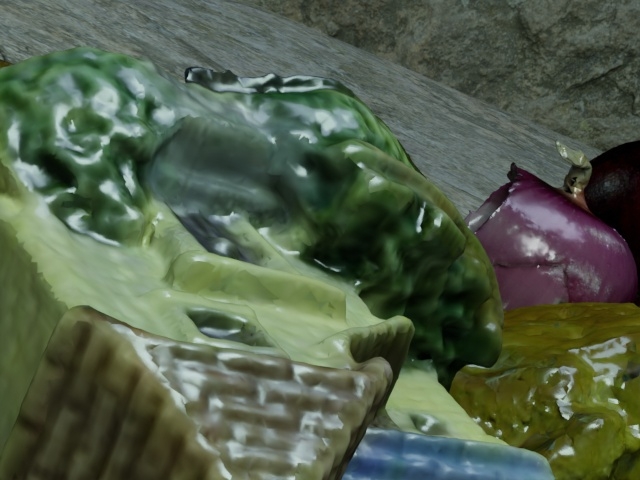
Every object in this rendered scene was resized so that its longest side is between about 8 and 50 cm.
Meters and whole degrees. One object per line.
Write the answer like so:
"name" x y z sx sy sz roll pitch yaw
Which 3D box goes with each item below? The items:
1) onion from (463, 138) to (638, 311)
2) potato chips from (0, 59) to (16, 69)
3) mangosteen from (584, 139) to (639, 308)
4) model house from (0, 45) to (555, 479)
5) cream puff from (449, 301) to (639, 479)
"onion" 0.209 0.031 1.724 0.200 0.201 0.207 23 -19 -13
"potato chips" -0.343 -0.146 1.601 0.407 0.057 0.080 18 28 -33
"mangosteen" 0.375 0.023 2.064 0.235 0.235 0.261 22 56 -18
"model house" -0.022 0.086 0.806 0.321 0.261 0.266 12 20 -30
"cream puff" 0.135 0.125 1.090 0.244 0.196 0.244 -12 35 9
